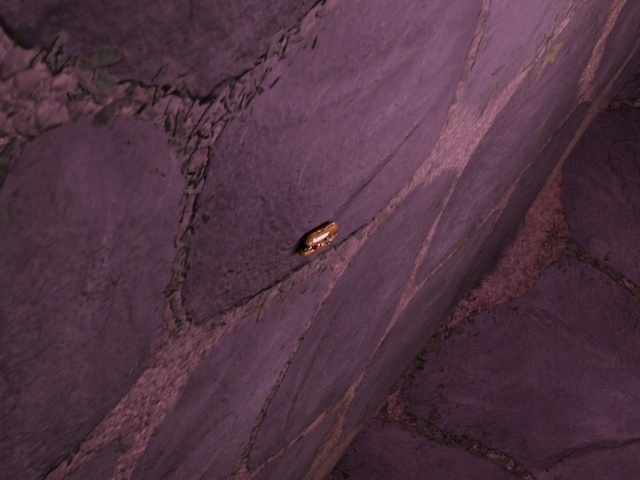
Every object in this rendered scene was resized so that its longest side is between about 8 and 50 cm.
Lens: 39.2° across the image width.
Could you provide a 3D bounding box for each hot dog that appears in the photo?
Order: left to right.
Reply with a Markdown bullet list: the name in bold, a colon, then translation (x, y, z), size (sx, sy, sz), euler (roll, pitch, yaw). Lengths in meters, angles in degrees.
- **hot dog**: translation (0.000, 0.000, 1.151), size (0.083, 0.021, 0.037), euler (-31, 153, -52)
